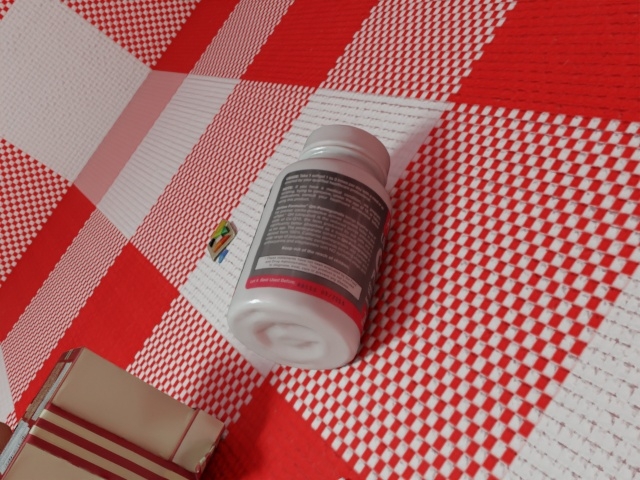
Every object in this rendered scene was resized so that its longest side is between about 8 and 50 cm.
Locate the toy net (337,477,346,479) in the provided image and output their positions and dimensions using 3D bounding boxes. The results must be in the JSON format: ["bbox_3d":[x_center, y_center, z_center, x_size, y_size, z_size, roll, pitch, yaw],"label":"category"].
[{"bbox_3d":[0.028,0.328,0.875,0.122,0.045,0.232,-43,29,22],"label":"toy net"}]

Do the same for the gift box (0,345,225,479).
[{"bbox_3d":[-0.291,0.314,1.167,0.255,0.258,0.276,-61,17,-15],"label":"gift box"}]

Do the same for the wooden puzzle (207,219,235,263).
[{"bbox_3d":[-0.197,-0.001,1.659,0.078,0.014,0.116,-54,27,1],"label":"wooden puzzle"}]

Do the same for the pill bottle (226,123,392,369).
[{"bbox_3d":[0.000,0.000,1.158,0.176,0.176,0.319,-23,40,46],"label":"pill bottle"}]

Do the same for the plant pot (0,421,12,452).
[{"bbox_3d":[-0.721,0.515,1.681,0.284,0.284,0.191,-43,65,22],"label":"plant pot"}]
